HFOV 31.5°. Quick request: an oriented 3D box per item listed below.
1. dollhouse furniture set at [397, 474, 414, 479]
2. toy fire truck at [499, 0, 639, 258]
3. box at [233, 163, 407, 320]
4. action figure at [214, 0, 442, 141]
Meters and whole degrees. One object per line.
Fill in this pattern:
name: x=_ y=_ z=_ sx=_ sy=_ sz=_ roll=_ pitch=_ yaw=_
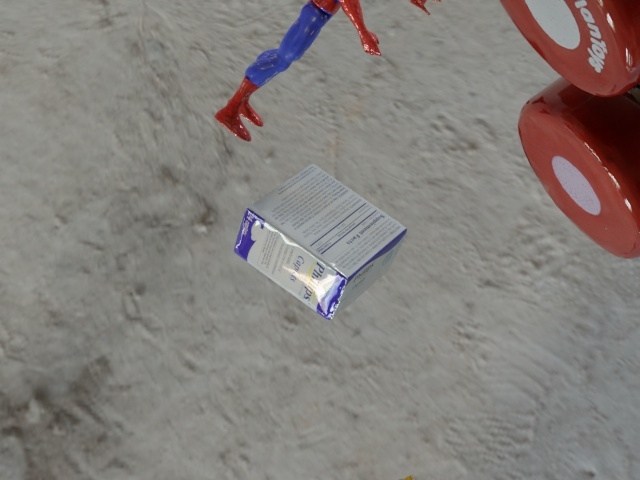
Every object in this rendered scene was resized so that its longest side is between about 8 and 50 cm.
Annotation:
dollhouse furniture set: x=0.056 y=0.304 z=1.108 sx=0.058 sy=0.076 sz=0.152 roll=12 pitch=97 yaw=-10
toy fire truck: x=0.219 y=-0.064 z=0.492 sx=0.169 sy=0.254 sz=0.302 roll=-35 pitch=141 yaw=-7
box: x=0.000 y=0.000 z=1.233 sx=0.137 sy=0.126 sz=0.072 roll=35 pitch=132 yaw=16
action figure: x=0.020 y=-0.212 z=1.210 sx=0.139 sy=0.091 sz=0.280 roll=33 pitch=115 yaw=-5
